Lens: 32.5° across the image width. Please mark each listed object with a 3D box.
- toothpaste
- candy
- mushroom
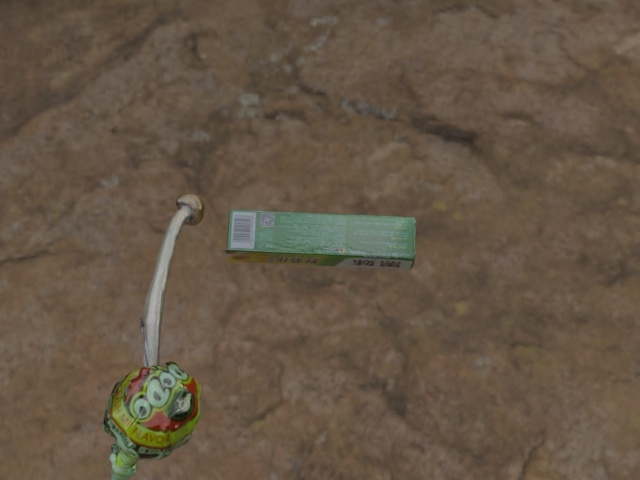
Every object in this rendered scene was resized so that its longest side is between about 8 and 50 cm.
[{"bbox_3d":[0.000,0.000,1.034,0.178,0.037,0.043,2,71,-1],"label":"toothpaste"},{"bbox_3d":[-0.189,0.221,1.076,0.083,0.305,0.091,44,47,15],"label":"candy"},{"bbox_3d":[-0.187,0.062,1.315,0.043,0.068,0.306,-12,49,29],"label":"mushroom"}]
